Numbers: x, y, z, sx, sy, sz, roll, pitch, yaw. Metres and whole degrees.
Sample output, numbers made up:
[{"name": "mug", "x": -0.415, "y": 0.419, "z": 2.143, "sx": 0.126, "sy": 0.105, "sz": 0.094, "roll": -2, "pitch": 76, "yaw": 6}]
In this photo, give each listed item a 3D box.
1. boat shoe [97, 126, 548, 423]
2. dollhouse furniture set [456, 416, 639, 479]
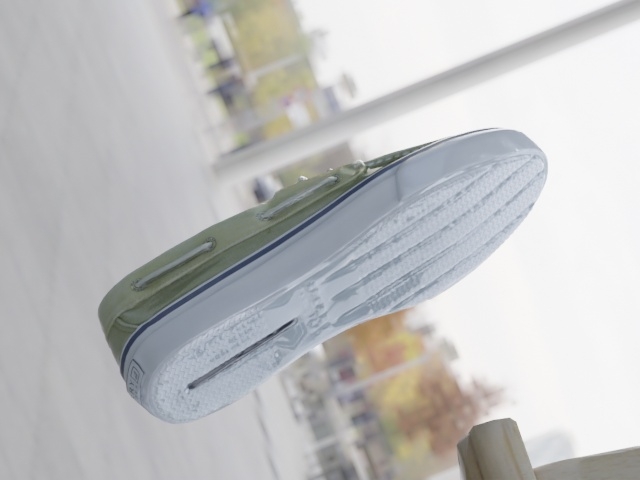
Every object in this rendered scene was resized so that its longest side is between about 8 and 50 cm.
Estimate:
[{"name": "boat shoe", "x": 0.000, "y": 0.000, "z": 1.159, "sx": 0.094, "sy": 0.302, "sz": 0.109, "roll": 50, "pitch": -19, "yaw": 36}, {"name": "dollhouse furniture set", "x": 0.008, "y": 0.226, "z": 0.315, "sx": 0.355, "sy": 0.173, "sz": 0.303, "roll": -103, "pitch": -178, "yaw": -56}]
